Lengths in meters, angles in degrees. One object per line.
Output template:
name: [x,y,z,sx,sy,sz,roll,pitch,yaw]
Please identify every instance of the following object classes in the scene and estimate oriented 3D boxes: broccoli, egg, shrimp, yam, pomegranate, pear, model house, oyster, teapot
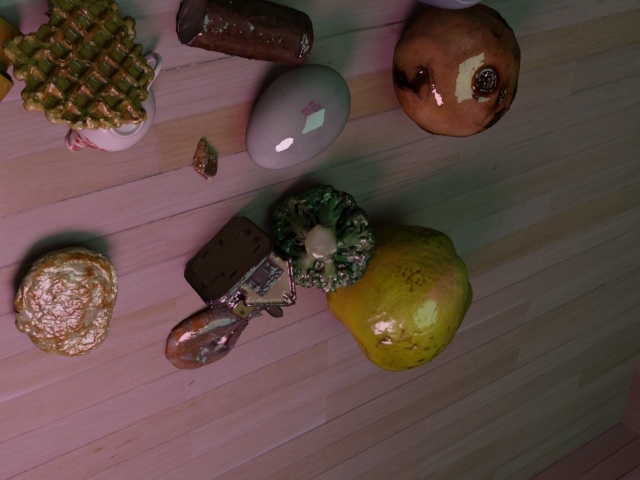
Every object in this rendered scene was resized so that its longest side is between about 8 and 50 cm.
broccoli: [0.000,0.000,1.826,0.270,0.270,0.270,-55,179,3]
egg: [-0.051,-0.262,1.670,0.264,0.183,0.183,-44,136,3]
shrimp: [-0.235,0.222,1.924,0.317,0.062,0.164,-28,136,-17]
yam: [-0.144,-0.424,1.535,0.280,0.131,0.131,0,116,-40]
pomegranate: [0.316,-0.399,1.820,0.322,0.322,0.322,-20,128,-28]
pear: [0.217,0.136,2.019,0.391,0.391,0.391,-20,128,-28]
model house: [-0.134,0.116,1.786,0.205,0.218,0.278,-46,124,-4]
oyster: [-0.248,-0.168,1.679,0.051,0.034,0.093,-46,132,-17]
teapot: [-0.380,-0.257,1.472,0.245,0.116,0.159,-49,125,-11]

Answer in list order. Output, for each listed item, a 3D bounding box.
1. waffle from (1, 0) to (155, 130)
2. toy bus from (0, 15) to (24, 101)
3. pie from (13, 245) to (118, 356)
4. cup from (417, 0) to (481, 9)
waffle: [-0.412,-0.315,1.339,0.291,0.051,0.291,15,68,-40]
toy bus: [-0.615,-0.226,1.273,0.335,0.123,0.121,-52,139,-1]
pie: [-0.528,0.122,1.598,0.201,0.090,0.248,6,113,-30]
cup: [0.247,-0.665,1.586,0.259,0.274,0.356,-7,122,-37]
